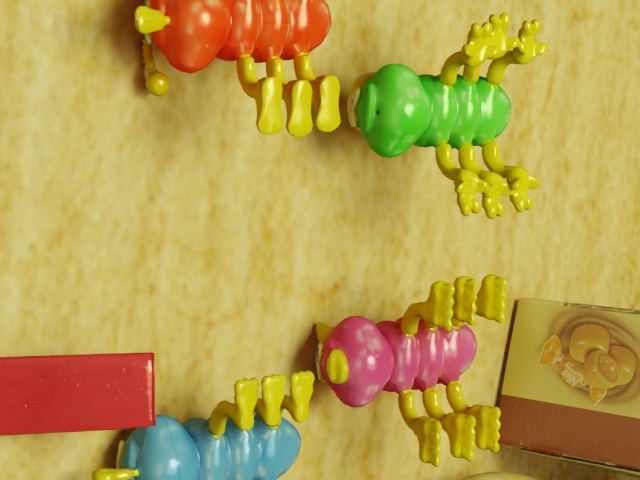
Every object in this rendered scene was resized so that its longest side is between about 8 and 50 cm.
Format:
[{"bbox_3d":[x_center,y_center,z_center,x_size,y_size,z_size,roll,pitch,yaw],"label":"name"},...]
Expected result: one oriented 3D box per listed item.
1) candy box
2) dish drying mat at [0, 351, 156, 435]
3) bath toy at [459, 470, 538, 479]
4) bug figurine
[{"bbox_3d":[0.269,0.105,0.935,0.316,0.183,0.088,16,83,-42],"label":"candy box"},{"bbox_3d":[-0.108,0.062,0.681,0.083,0.008,0.032,-1,100,-12],"label":"dish drying mat"},{"bbox_3d":[0.163,0.194,0.889,0.348,0.151,0.129,14,119,-46],"label":"bath toy"},{"bbox_3d":[0.000,0.000,0.753,0.216,0.072,0.279,0,99,-36],"label":"bug figurine"}]
